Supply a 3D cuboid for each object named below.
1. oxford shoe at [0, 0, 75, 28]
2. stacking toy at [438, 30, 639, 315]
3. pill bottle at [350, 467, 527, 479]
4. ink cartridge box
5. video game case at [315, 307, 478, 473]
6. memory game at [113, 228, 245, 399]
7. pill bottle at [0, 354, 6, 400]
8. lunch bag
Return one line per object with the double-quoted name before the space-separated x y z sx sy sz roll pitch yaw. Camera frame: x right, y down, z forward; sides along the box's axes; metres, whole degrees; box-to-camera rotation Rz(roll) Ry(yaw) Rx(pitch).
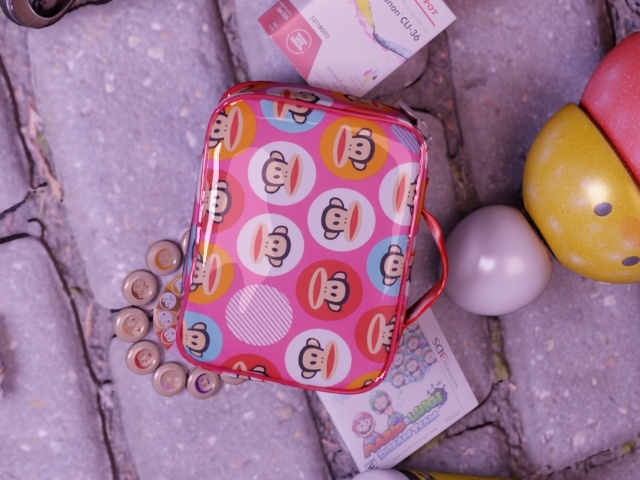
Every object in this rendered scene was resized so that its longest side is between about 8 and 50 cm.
"oxford shoe" -0.220 -0.299 1.520 0.083 0.096 0.227 16 94 -26
"stacking toy" 0.342 -0.063 1.769 0.480 0.350 0.350 -34 116 4
"pill bottle" 0.187 0.354 1.820 0.334 0.188 0.188 9 98 -27
"ink cartridge box" 0.052 -0.234 1.655 0.198 0.067 0.115 -40 116 4
"video game case" 0.083 0.168 1.820 0.157 0.019 0.143 -34 114 -14
"memory game" -0.124 0.076 1.703 0.186 0.012 0.186 -7 106 -24
"pill bottle" -0.330 0.116 1.598 0.043 0.043 0.083 -19 110 -20
"lunch bag" 0.000 0.000 1.623 0.258 0.120 0.293 11 102 -2
